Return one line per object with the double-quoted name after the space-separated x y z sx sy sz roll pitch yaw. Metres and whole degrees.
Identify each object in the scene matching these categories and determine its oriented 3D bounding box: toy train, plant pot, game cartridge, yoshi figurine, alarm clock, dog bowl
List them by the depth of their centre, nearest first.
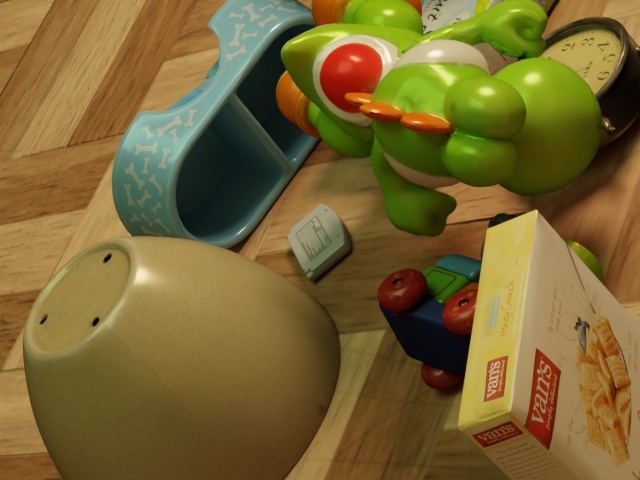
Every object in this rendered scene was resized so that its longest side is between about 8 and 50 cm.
0.169 0.056 1.535 0.143 0.105 0.248 -41 29 -20 "toy train"
0.110 -0.114 1.658 0.203 0.204 0.362 -31 26 -10 "yoshi figurine"
0.212 -0.129 1.718 0.192 0.064 0.129 7 59 49 "alarm clock"
-0.153 0.105 1.744 0.284 0.191 0.284 -30 34 23 "plant pot"
0.000 0.000 1.856 0.056 0.017 0.083 -43 32 10 "game cartridge"
-0.080 -0.113 1.950 0.074 0.166 0.297 22 70 43 "dog bowl"

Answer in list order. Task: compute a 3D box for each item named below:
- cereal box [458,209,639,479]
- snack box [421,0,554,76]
0.183 0.117 1.301 0.047 0.240 0.173 -22 39 32 "cereal box"
0.107 -0.181 1.890 0.174 0.070 0.207 9 61 52 "snack box"
